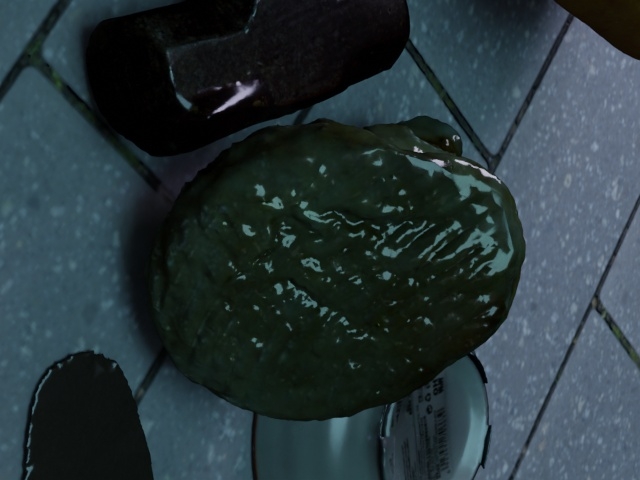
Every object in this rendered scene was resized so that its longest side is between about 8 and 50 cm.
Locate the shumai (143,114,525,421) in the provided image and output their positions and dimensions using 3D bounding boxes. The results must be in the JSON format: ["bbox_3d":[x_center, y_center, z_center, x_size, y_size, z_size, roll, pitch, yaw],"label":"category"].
[{"bbox_3d":[0.000,0.000,1.061,0.271,0.204,0.222,4,110,-17],"label":"shumai"}]

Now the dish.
[{"bbox_3d":[0.066,0.149,1.168,0.260,0.085,0.260,-8,101,-46],"label":"dish"}]

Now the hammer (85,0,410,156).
[{"bbox_3d":[-0.062,-0.279,0.970,0.242,0.095,0.409,-21,108,-43],"label":"hammer"}]

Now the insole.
[{"bbox_3d":[-0.149,0.234,1.005,0.111,0.007,0.328,-22,111,-42],"label":"insole"}]

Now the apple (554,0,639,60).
[{"bbox_3d":[0.283,-0.294,1.198,0.299,0.299,0.275,29,97,-45],"label":"apple"}]
